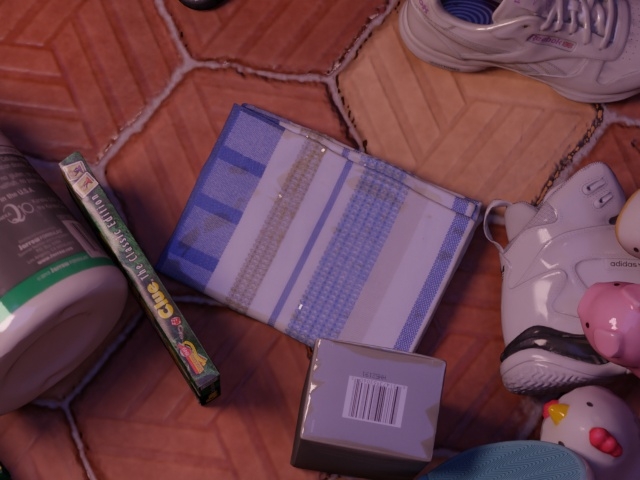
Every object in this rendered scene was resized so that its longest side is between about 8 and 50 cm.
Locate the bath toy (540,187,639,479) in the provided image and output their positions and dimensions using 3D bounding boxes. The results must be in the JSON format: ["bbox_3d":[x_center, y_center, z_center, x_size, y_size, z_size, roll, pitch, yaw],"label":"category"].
[{"bbox_3d":[0.309,0.071,1.797,0.151,0.129,0.348,30,86,9],"label":"bath toy"}]

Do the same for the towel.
[{"bbox_3d":[0.000,0.000,1.979,0.285,0.034,0.209,24,80,5],"label":"towel"}]

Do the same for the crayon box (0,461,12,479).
[{"bbox_3d":[-0.453,0.174,1.897,0.165,0.081,0.278,-38,81,-9],"label":"crayon box"}]

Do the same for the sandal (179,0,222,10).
[{"bbox_3d":[-0.050,-0.333,2.047,0.254,0.054,0.097,-30,73,1],"label":"sandal"}]

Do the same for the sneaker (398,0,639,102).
[{"bbox_3d":[0.235,-0.217,1.975,0.305,0.152,0.114,5,75,-2],"label":"sneaker"}]

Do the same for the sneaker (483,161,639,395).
[{"bbox_3d":[0.341,0.021,1.931,0.365,0.137,0.210,-12,81,-1],"label":"sneaker"}]

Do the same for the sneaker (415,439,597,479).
[{"bbox_3d":[0.148,0.316,1.818,0.319,0.208,0.127,-25,34,23],"label":"sneaker"}]

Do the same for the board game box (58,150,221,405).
[{"bbox_3d":[-0.176,0.040,1.910,0.030,0.136,0.260,-31,80,-11],"label":"board game box"}]

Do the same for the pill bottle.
[{"bbox_3d":[-0.369,-0.022,1.875,0.204,0.204,0.361,-39,74,-10],"label":"pill bottle"}]

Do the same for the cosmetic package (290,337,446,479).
[{"bbox_3d":[0.042,0.167,1.840,0.127,0.238,0.107,10,80,-3],"label":"cosmetic package"}]
